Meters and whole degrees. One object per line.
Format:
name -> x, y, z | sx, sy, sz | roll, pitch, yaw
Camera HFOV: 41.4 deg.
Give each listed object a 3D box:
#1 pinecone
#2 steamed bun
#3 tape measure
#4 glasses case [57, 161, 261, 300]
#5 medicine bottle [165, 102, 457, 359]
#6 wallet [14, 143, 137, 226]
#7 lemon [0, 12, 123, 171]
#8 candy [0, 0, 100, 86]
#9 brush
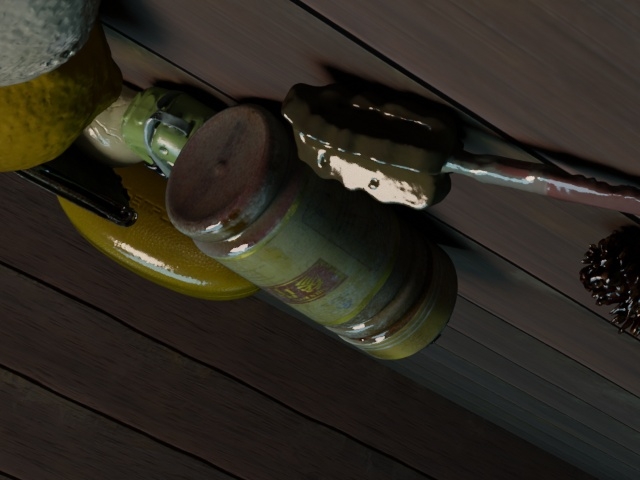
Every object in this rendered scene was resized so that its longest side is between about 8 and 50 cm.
pinecone -> 0.243, 0.031, 0.657 | 0.083, 0.077, 0.077 | 49, 178, 21
steamed bun -> -0.252, -0.138, 1.006 | 0.130, 0.091, 0.112 | 23, 169, 21
tape measure -> -0.142, -0.102, 0.924 | 0.154, 0.088, 0.177 | 24, 168, 42
glasses case -> -0.240, -0.028, 1.302 | 0.371, 0.173, 0.141 | 27, 166, 3
medicine bottle -> 0.000, 0.000, 0.884 | 0.151, 0.151, 0.322 | 16, 166, 46
wallet -> -0.343, -0.135, 1.070 | 0.169, 0.044, 0.317 | 32, -167, -43
lemon -> -0.293, -0.160, 0.701 | 0.260, 0.204, 0.204 | 16, 176, -29
candy -> -0.257, -0.193, 0.465 | 0.295, 0.185, 0.295 | 28, 170, 6
brush -> 0.110, -0.052, 0.609 | 0.301, 0.071, 0.084 | 17, 164, 22
